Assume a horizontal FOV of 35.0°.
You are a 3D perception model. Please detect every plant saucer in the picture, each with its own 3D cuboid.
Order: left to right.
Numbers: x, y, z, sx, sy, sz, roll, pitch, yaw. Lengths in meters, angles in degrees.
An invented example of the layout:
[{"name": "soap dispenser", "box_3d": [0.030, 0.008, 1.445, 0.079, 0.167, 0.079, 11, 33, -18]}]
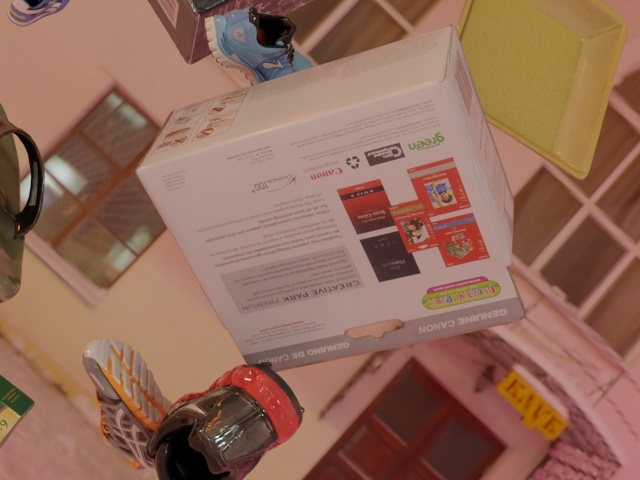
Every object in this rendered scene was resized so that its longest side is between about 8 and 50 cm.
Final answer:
[{"name": "plant saucer", "box_3d": [0.353, -0.311, 1.744, 0.332, 0.333, 0.081, 28, -20, -23]}]

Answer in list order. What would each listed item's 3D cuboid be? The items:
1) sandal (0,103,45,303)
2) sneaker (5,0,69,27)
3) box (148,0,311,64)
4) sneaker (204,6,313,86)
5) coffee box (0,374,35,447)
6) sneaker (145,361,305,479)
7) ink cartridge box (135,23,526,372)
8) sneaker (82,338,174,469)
[{"name": "sandal", "box_3d": [-0.308, -0.057, 0.981, 0.120, 0.086, 0.303, 51, 9, -44]}, {"name": "sneaker", "box_3d": [-0.478, -0.422, 1.754, 0.053, 0.144, 0.059, 39, -39, 1]}, {"name": "box", "box_3d": [-0.149, -0.580, 2.093, 0.212, 0.395, 0.293, 58, -14, 2]}, {"name": "sneaker", "box_3d": [-0.048, -0.197, 1.060, 0.162, 0.073, 0.063, 17, 58, -58]}, {"name": "coffee box", "box_3d": [-0.381, 0.145, 0.976, 0.184, 0.113, 0.040, 40, 13, -5]}, {"name": "sneaker", "box_3d": [-0.129, 0.215, 1.042, 0.098, 0.135, 0.276, 52, -37, 0]}, {"name": "ink cartridge box", "box_3d": [0.024, -0.028, 1.007, 0.130, 0.309, 0.272, -74, 145, -54]}, {"name": "sneaker", "box_3d": [-0.224, 0.201, 1.183, 0.084, 0.083, 0.215, -96, 163, -54]}]
